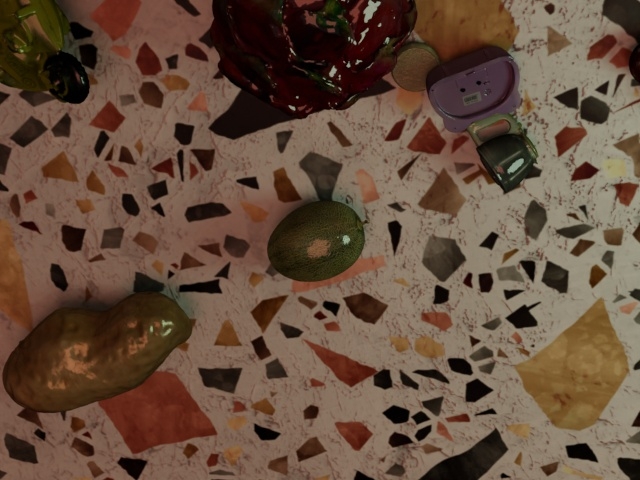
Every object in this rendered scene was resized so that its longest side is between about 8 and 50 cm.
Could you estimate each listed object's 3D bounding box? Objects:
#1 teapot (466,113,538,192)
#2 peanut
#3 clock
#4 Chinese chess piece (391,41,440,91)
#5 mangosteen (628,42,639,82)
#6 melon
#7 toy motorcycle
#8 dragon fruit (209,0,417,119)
[{"bbox_3d":[0.312,-0.152,1.938,0.091,0.092,0.124,-34,115,4],"label":"teapot"},{"bbox_3d":[-0.422,0.203,2.167,0.387,0.169,0.192,-20,108,13],"label":"peanut"},{"bbox_3d":[0.252,-0.249,1.900,0.153,0.050,0.110,-20,125,4],"label":"clock"},{"bbox_3d":[0.158,-0.288,1.918,0.084,0.034,0.084,2,117,4],"label":"Chinese chess piece"},{"bbox_3d":[0.534,-0.284,1.846,0.081,0.081,0.080,3,117,6],"label":"mangosteen"},{"bbox_3d":[0.000,0.000,2.025,0.192,0.139,0.139,-23,112,15],"label":"melon"},{"bbox_3d":[-0.494,-0.375,1.889,0.206,0.142,0.342,-7,113,41],"label":"toy motorcycle"},{"bbox_3d":[-0.017,-0.343,1.762,0.329,0.329,0.329,3,117,6],"label":"dragon fruit"}]
